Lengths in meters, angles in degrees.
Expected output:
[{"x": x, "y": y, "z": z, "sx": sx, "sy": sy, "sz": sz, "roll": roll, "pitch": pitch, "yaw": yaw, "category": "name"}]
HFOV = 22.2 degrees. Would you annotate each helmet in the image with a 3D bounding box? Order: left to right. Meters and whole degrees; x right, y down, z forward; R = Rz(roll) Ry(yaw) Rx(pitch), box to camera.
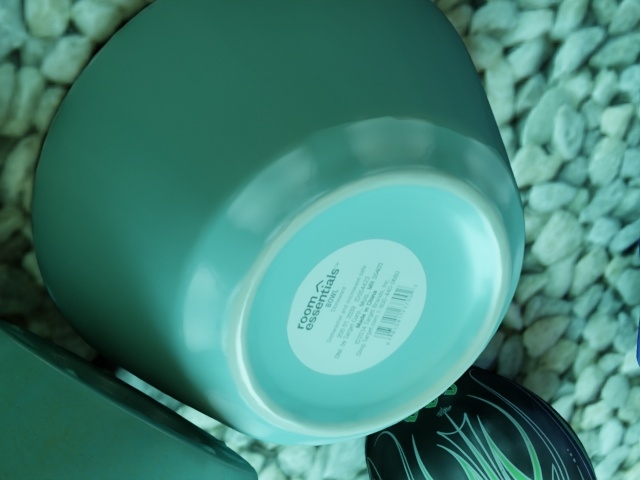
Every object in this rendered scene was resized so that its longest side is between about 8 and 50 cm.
[{"x": 0.119, "y": 0.181, "z": 1.156, "sx": 0.169, "sy": 0.161, "sz": 0.169, "roll": -13, "pitch": 124, "yaw": -20, "category": "helmet"}]

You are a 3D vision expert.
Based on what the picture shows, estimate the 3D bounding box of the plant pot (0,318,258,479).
[{"x": -0.171, "y": 0.188, "z": 0.942, "sx": 0.293, "sy": 0.293, "sz": 0.235, "roll": 34, "pitch": 84, "yaw": -38, "category": "plant pot"}]

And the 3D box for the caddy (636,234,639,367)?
[{"x": 0.386, "y": 0.029, "z": 1.156, "sx": 0.341, "sy": 0.241, "sz": 0.179, "roll": -15, "pitch": 129, "yaw": -20, "category": "caddy"}]

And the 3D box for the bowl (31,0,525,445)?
[{"x": 0.000, "y": 0.000, "z": 0.982, "sx": 0.311, "sy": 0.163, "sz": 0.311, "roll": -14, "pitch": 124, "yaw": -21, "category": "bowl"}]
